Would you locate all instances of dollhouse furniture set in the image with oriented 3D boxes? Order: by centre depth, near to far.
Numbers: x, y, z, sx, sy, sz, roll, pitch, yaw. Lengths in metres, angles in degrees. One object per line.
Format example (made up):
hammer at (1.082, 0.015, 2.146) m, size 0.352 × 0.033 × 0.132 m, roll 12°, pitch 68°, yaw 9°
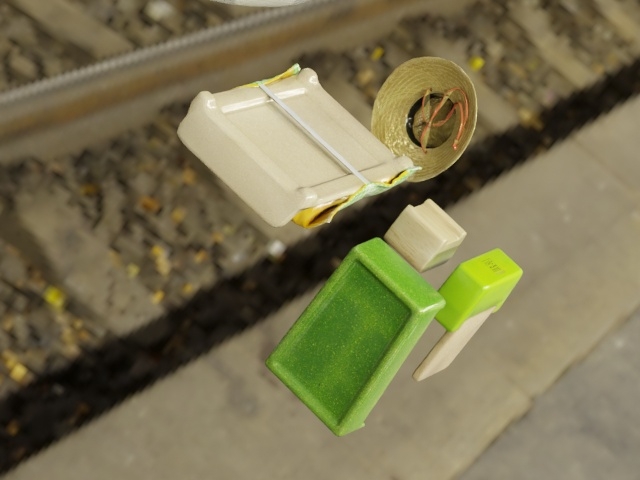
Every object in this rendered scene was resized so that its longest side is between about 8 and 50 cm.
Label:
dollhouse furniture set at (0.000, 0.000, 1.712) m, size 0.301 × 0.151 × 0.197 m, roll 44°, pitch 31°, yaw 17°

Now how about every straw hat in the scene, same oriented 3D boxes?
straw hat at (0.127, -0.125, 2.016) m, size 0.061 × 0.144 × 0.144 m, roll 9°, pitch 40°, yaw -47°

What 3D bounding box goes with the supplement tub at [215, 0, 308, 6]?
supplement tub at (-0.050, -0.379, 1.542) m, size 0.207 × 0.338 × 0.207 m, roll 14°, pitch 26°, yaw -7°
